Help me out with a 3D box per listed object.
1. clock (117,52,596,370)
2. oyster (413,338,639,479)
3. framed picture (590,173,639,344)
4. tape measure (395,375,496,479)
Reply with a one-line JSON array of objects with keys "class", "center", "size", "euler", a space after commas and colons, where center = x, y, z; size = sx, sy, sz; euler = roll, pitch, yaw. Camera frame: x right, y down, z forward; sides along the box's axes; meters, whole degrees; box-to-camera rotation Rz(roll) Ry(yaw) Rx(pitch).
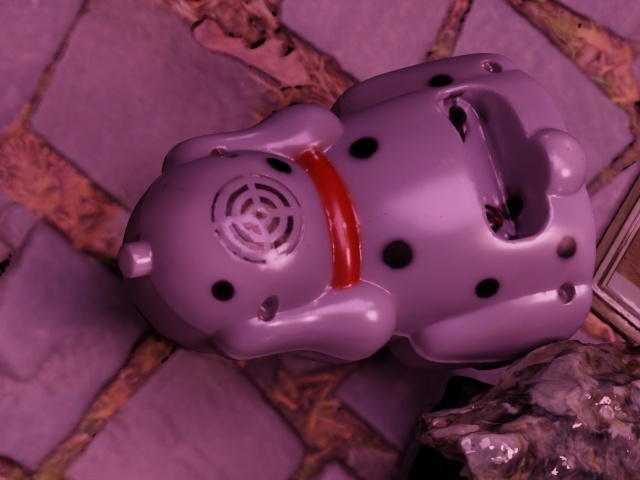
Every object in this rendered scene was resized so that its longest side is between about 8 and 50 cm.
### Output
[{"class": "clock", "center": [0.001, 0.001, 1.010], "size": [0.254, 0.189, 0.189], "euler": [-12, 77, -28]}, {"class": "oyster", "center": [0.160, 0.104, 1.003], "size": [0.252, 0.087, 0.199], "euler": [28, 43, -21]}, {"class": "framed picture", "center": [0.316, 0.038, 1.229], "size": [0.274, 0.017, 0.217], "euler": [37, 61, -8]}, {"class": "tape measure", "center": [0.118, 0.174, 1.034], "size": [0.181, 0.107, 0.182], "euler": [36, 46, -5]}]
